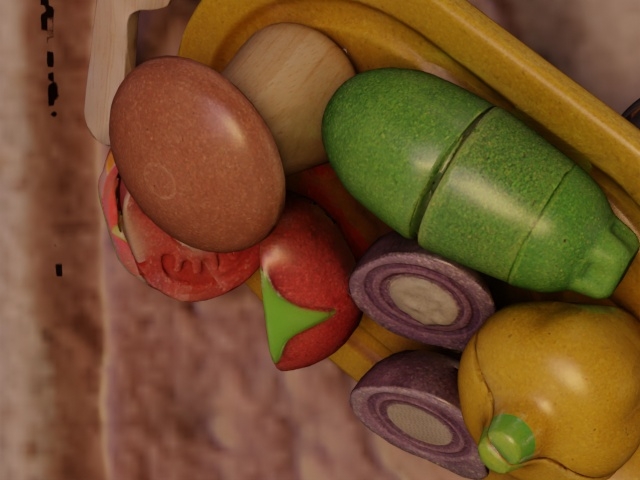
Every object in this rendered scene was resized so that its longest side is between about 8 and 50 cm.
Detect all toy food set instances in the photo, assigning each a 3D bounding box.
[{"bbox_3d":[0.000,0.000,0.486,0.218,0.071,0.128,38,136,15],"label":"toy food set"}]

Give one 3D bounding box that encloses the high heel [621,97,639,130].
[{"bbox_3d":[0.190,0.043,0.483,0.261,0.093,0.186,49,127,-4],"label":"high heel"}]
